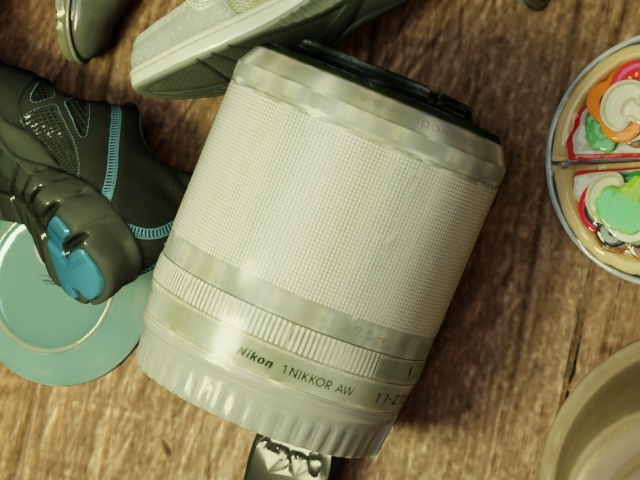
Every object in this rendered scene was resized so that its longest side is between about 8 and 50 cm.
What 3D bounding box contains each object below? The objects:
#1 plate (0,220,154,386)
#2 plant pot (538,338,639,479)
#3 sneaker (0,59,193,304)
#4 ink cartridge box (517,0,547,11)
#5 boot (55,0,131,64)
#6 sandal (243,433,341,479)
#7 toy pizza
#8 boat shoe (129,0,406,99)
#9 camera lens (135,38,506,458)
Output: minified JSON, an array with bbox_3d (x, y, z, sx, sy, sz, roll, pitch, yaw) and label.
[{"bbox_3d":[-0.232,0.035,1.431,0.188,0.024,0.188,-1,86,22],"label":"plate"},{"bbox_3d":[0.261,0.182,1.126,0.263,0.229,0.263,-2,84,21],"label":"plant pot"},{"bbox_3d":[-0.229,-0.077,1.402,0.341,0.139,0.125,44,146,31],"label":"sneaker"},{"bbox_3d":[0.155,-0.361,1.294,0.239,0.060,0.275,39,101,20],"label":"ink cartridge box"},{"bbox_3d":[-0.112,-0.229,1.387,0.208,0.076,0.190,12,93,14],"label":"boot"},{"bbox_3d":[-0.047,0.264,1.319,0.097,0.054,0.255,10,97,23],"label":"sandal"},{"bbox_3d":[0.269,-0.064,1.243,0.201,0.032,0.201,-1,86,21],"label":"toy pizza"},{"bbox_3d":[-0.018,-0.210,1.282,0.320,0.118,0.103,-29,72,22],"label":"boat shoe"},{"bbox_3d":[0.000,0.000,1.241,0.219,0.219,0.274,24,95,21],"label":"camera lens"}]
